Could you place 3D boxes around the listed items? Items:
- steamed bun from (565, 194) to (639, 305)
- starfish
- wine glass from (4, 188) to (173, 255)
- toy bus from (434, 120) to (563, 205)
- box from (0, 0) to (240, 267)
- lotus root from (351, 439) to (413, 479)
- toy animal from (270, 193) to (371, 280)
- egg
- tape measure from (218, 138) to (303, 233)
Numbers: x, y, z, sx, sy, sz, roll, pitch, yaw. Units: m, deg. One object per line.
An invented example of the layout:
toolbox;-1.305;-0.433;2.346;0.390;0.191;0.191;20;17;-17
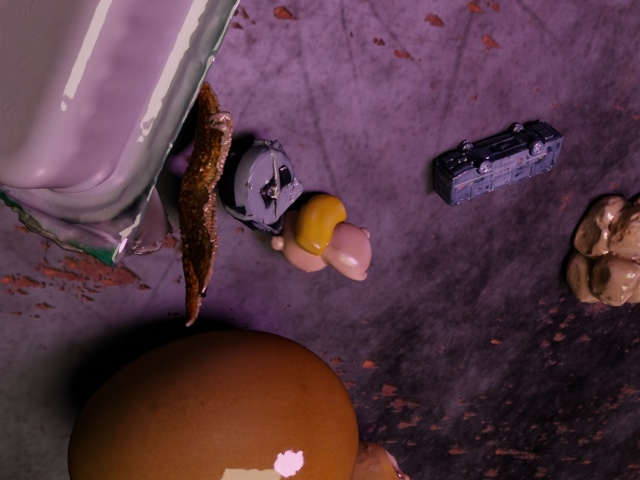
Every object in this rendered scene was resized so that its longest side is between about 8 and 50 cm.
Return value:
steamed bun;0.460;0.028;1.271;0.177;0.106;0.192;6;120;-34
starfish;-0.116;-0.034;0.828;0.043;0.227;0.240;8;155;-8
wine glass;-0.173;-0.121;0.734;0.156;0.156;0.232;3;117;-34
toy bus;0.220;-0.096;1.067;0.165;0.047;0.065;-19;136;-18
box;-0.204;-0.171;0.599;0.264;0.106;0.337;28;109;1
lotus root;-0.027;0.407;1.217;0.342;0.151;0.169;-28;114;-6
toy animal;0.000;0.000;0.986;0.114;0.091;0.082;27;134;-30
egg;-0.113;0.224;0.952;0.322;0.250;0.250;0;122;-23
tape measure;-0.064;-0.055;0.897;0.091;0.054;0.094;-61;145;-20
